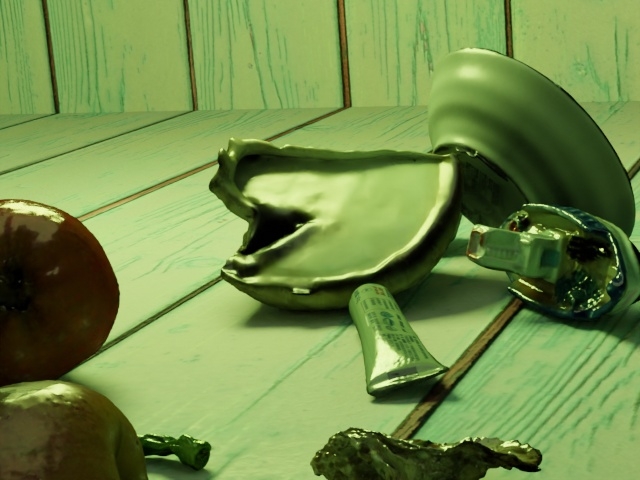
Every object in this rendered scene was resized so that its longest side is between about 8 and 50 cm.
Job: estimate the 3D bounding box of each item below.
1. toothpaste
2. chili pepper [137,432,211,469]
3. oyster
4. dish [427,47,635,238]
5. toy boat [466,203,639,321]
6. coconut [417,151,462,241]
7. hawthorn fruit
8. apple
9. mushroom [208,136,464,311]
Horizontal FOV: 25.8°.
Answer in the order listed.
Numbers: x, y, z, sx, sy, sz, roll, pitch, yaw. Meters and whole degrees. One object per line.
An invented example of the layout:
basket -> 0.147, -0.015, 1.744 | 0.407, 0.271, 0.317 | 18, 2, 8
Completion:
toothpaste -> 0.066, 0.093, 1.390 | 0.069, 0.047, 0.268 | 13, 13, -10
chili pepper -> -0.127, 0.170, 1.151 | 0.091, 0.030, 0.034 | 0, 38, 28
oyster -> 0.076, 0.167, 1.044 | 0.177, 0.056, 0.105 | -1, 2, 11
dish -> 0.227, -0.079, 1.691 | 0.106, 0.316, 0.316 | -44, 29, -19
toy boat -> 0.244, 0.021, 1.478 | 0.115, 0.114, 0.262 | 3, 11, -34
coconut -> 0.130, -0.043, 1.827 | 0.116, 0.122, 0.116 | -42, 2, 2
hawthorn fruit -> -0.305, 0.053, 1.392 | 0.197, 0.196, 0.225 | -8, -2, -14
apple -> -0.199, 0.178, 0.909 | 0.173, 0.160, 0.195 | -25, 5, 5
mushroom -> 0.004, 0.008, 1.637 | 0.292, 0.217, 0.212 | 11, -30, -3
